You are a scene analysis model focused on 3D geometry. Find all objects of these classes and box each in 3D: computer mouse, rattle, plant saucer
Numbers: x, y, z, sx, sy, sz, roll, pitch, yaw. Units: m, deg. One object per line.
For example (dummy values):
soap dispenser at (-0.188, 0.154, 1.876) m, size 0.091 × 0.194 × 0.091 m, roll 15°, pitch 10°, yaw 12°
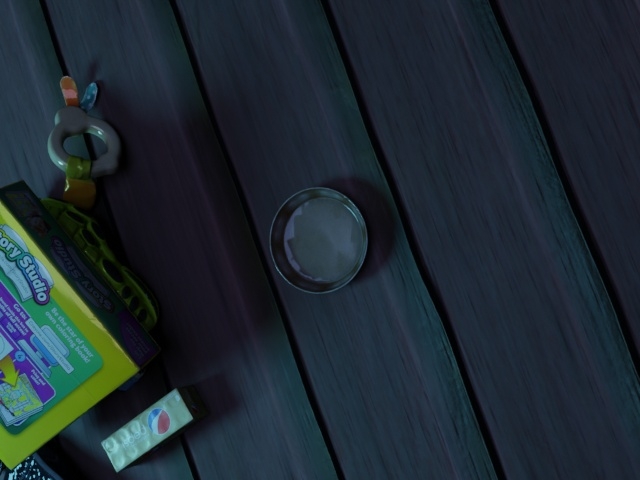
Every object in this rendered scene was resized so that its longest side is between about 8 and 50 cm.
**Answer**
computer mouse at (-0.489, 0.420, 1.747) m, size 0.272 × 0.072 × 0.188 m, roll 44°, pitch 107°, yaw 30°
rattle at (-0.424, -0.170, 1.744) m, size 0.130 × 0.143 × 0.200 m, roll -22°, pitch 62°, yaw -11°
plant saucer at (0.000, 0.000, 1.568) m, size 0.168 × 0.029 × 0.169 m, roll 0°, pitch 89°, yaw 21°

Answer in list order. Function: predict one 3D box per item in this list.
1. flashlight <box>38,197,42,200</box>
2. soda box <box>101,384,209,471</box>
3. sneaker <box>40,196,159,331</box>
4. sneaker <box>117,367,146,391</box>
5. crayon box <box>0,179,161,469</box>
flashlight at (-0.520, 0.075, 1.748) m, size 0.103 × 0.103 × 0.304 m, roll 11°, pitch 88°, yaw -3°
soda box at (-0.280, 0.317, 1.663) m, size 0.181 × 0.058 × 0.061 m, roll -36°, pitch 77°, yaw 17°
sneaker at (-0.404, 0.055, 1.677) m, size 0.123 × 0.109 × 0.295 m, roll -40°, pitch 85°, yaw 23°
sneaker at (-0.381, 0.202, 1.704) m, size 0.162 × 0.063 × 0.073 m, roll 39°, pitch 106°, yaw 18°
crayon box at (-0.497, 0.140, 1.613) m, size 0.313 × 0.106 × 0.363 m, roll -38°, pitch 93°, yaw 17°
